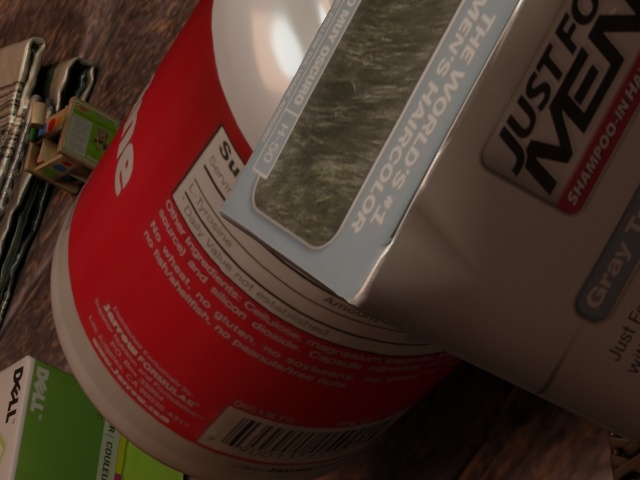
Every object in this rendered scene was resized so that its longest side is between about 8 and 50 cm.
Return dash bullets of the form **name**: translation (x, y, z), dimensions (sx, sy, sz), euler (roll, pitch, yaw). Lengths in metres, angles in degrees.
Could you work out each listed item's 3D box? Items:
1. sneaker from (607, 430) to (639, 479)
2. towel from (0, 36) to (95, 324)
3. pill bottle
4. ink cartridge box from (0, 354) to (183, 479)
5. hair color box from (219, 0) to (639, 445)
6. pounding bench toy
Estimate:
- **sneaker**: translation (0.158, 0.086, 0.969), dimensions (0.066, 0.071, 0.188), euler (-20, 50, 48)
- **towel**: translation (-0.340, -0.027, 1.802), dimensions (0.324, 0.056, 0.312), euler (-1, 66, 55)
- **pill bottle**: translation (0.024, -0.046, 1.023), dimensions (0.408, 0.229, 0.229), euler (131, 150, -52)
- **ink cartridge box**: translation (-0.175, 0.173, 1.368), dimensions (0.255, 0.097, 0.189), euler (-30, 44, 43)
- **hair color box**: translation (0.172, -0.003, 0.721), dimensions (0.185, 0.374, 0.113), euler (-61, 31, 3)
- **pounding bench toy**: translation (-0.216, -0.083, 1.634), dimensions (0.065, 0.083, 0.052), euler (-21, 50, 46)
